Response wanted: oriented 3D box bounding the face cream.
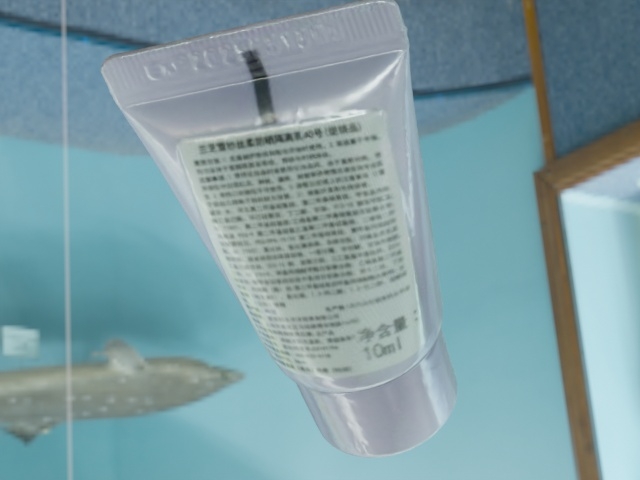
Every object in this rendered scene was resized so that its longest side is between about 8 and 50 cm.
[{"bbox_3d":[0.000,0.000,0.678,0.154,0.096,0.274,-7,130,17],"label":"face cream"}]
